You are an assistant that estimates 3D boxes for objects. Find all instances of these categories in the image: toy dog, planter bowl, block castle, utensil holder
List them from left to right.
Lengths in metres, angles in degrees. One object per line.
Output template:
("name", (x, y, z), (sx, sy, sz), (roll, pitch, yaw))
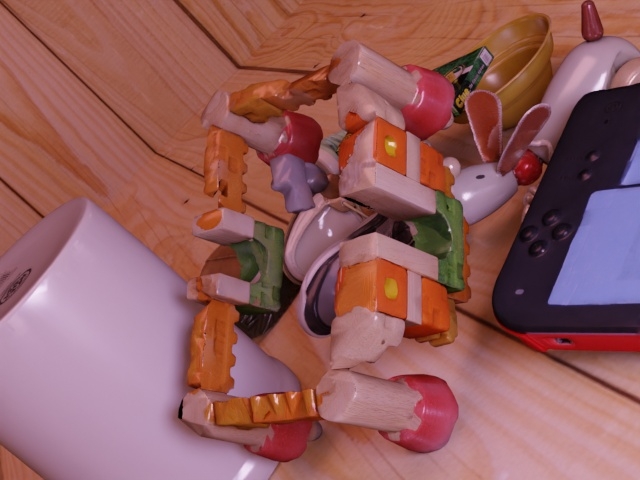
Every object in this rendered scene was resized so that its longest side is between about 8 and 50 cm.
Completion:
("utensil holder", (-0.270, 0.179, 1.349), (0.328, 0.385, 0.327), (-36, 24, 19))
("block castle", (0.016, 0.020, 1.201), (0.303, 0.213, 0.453), (-14, 66, 40))
("planter bowl", (0.275, -0.229, 1.520), (0.217, 0.090, 0.217), (-38, 22, 18))
("toy dog", (0.277, -0.167, 1.266), (0.334, 0.161, 0.220), (-43, 24, -20))

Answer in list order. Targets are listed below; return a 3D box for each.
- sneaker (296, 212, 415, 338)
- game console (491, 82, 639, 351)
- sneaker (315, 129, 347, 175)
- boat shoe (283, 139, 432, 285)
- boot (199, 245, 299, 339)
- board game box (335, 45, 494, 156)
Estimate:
("sneaker", (0.085, 0.033, 1.366), (0.268, 0.101, 0.153), (-45, 19, -8))
("game console", (0.363, -0.044, 0.973), (0.386, 0.060, 0.342), (-4, 53, 47))
("sneaker", (0.051, -0.166, 1.736), (0.151, 0.094, 0.256), (-41, 3, 5))
("boat shoe", (0.056, -0.056, 1.567), (0.302, 0.113, 0.103), (-51, 17, -18))
("boot", (-0.136, 0.076, 1.716), (0.236, 0.089, 0.269), (-43, 19, -25))
("board game box", (0.138, -0.204, 1.558), (0.260, 0.030, 0.136), (-18, 30, 49))
